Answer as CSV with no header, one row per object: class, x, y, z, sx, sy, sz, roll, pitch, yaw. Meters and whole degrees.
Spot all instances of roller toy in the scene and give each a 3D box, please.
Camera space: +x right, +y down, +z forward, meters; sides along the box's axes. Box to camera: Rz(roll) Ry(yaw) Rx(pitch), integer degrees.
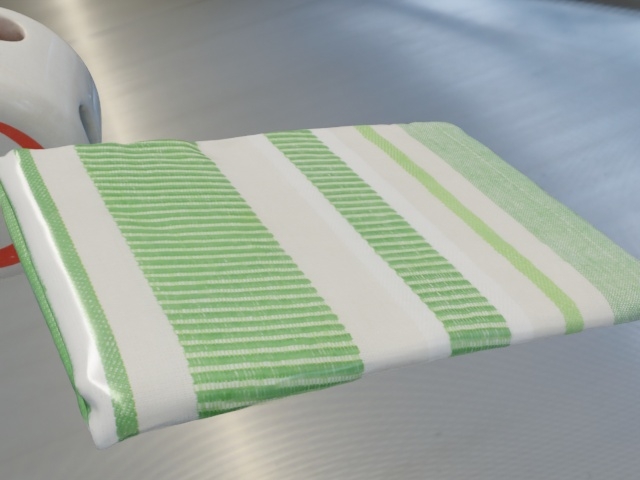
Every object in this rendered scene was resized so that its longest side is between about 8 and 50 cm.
roller toy,-0.267,-0.070,0.692,0.191,0.209,0.146,-37,38,19

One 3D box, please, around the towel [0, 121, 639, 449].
towel,0.000,0.000,0.523,0.325,0.038,0.248,-8,34,-26
